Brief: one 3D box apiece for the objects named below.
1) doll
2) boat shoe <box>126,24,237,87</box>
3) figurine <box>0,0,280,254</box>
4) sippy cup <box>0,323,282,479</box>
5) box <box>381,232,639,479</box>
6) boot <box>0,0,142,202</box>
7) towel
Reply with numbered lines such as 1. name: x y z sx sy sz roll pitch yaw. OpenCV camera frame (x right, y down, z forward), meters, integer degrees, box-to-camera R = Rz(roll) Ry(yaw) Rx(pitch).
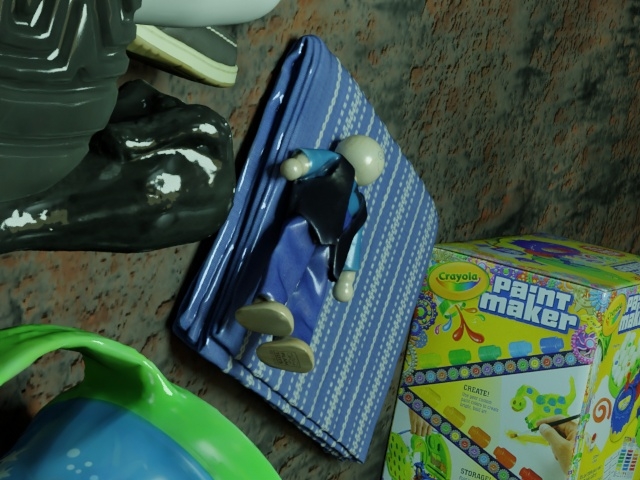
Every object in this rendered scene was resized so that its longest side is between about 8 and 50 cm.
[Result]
1. doll: 0.000 0.000 1.056 0.129 0.046 0.189 63 37 -41
2. boat shoe: -0.105 -0.139 0.827 0.223 0.080 0.073 18 93 -59
3. figurine: -0.125 -0.068 0.690 0.209 0.092 0.215 -24 143 -41
4. sippy cup: -0.146 0.216 0.798 0.224 0.305 0.240 -27 172 -43
5. box: 0.212 0.149 1.475 0.290 0.177 0.279 -4 107 -61
6. boot: -0.158 -0.194 0.500 0.131 0.260 0.348 19 89 -53
7. towel: 0.004 0.020 1.178 0.243 0.040 0.336 -70 154 -15
